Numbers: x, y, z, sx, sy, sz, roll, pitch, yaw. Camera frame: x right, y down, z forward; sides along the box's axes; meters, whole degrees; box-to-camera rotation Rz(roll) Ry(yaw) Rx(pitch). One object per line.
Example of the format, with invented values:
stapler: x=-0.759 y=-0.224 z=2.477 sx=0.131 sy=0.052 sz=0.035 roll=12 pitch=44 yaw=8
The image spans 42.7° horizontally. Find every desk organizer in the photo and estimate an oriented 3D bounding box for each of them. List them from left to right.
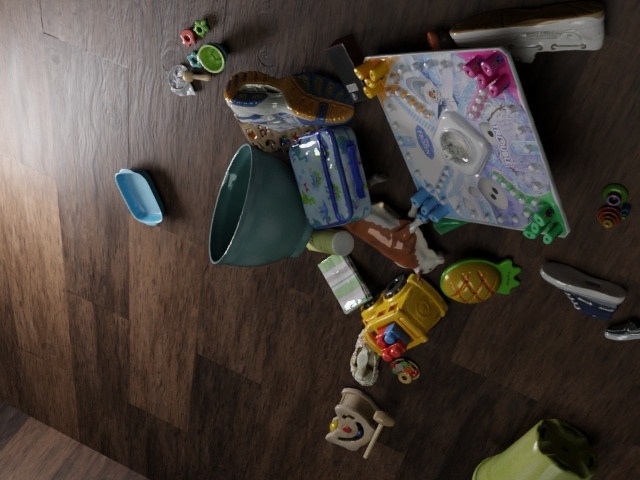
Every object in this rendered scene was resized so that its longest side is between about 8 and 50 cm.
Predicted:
desk organizer: x=0.067 y=-0.359 z=1.711 sx=0.047 sy=0.050 sz=0.130 roll=-11 pitch=121 yaw=37

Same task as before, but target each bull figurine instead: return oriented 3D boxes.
bull figurine: x=0.161 y=-0.036 z=1.905 sx=0.310 sy=0.101 sz=0.188 roll=28 pitch=133 yaw=5

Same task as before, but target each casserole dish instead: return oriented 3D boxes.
casserole dish: x=-0.493 y=-0.126 z=2.261 sx=0.114 sy=0.037 sz=0.188 roll=2 pitch=129 yaw=29

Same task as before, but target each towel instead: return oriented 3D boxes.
towel: x=0.059 y=0.106 z=2.107 sx=0.113 sy=0.023 sz=0.152 roll=-38 pitch=81 yaw=44

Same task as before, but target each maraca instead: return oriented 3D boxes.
maraca: x=0.371 y=0.090 z=1.898 sx=0.185 sy=0.099 sz=0.127 roll=-5 pitch=131 yaw=2

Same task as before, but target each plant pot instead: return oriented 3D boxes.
plant pot: x=-0.126 y=-0.064 z=1.952 sx=0.196 sy=0.293 sz=0.293 roll=15 pitch=141 yaw=-20
plant pot: x=0.577 y=0.609 z=2.134 sx=0.276 sy=0.276 sz=0.254 roll=29 pitch=125 yaw=5

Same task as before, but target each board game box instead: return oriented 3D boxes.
board game box: x=0.262 y=-0.180 z=1.581 sx=0.390 sy=0.050 sz=0.390 roll=14 pitch=136 yaw=54

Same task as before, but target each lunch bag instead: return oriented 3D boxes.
lunch bag: x=0.023 y=-0.141 z=1.819 sx=0.176 sy=0.090 sz=0.219 roll=-8 pitch=97 yaw=53

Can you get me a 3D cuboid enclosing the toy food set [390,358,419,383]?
toy food set: x=0.234 y=0.358 z=2.265 sx=0.082 sy=0.020 sz=0.083 roll=44 pitch=136 yaw=-10

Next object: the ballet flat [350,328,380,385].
ballet flat: x=0.119 y=0.341 z=2.278 sx=0.091 sy=0.077 sz=0.241 roll=17 pitch=135 yaw=16

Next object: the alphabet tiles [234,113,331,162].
alphabet tiles: x=-0.086 y=-0.271 z=1.912 sx=0.237 sy=0.009 sz=0.198 roll=-9 pitch=123 yaw=36

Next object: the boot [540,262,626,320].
boot: x=0.570 y=0.119 z=1.817 sx=0.190 sy=0.069 sz=0.086 roll=21 pitch=133 yaw=11

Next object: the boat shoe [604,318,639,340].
boat shoe: x=0.706 y=0.195 z=1.826 sx=0.142 sy=0.049 sz=0.040 roll=-6 pitch=105 yaw=33

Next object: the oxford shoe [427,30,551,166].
oxford shoe: x=0.328 y=-0.267 z=1.615 sx=0.133 sy=0.130 sz=0.364 roll=-30 pitch=105 yaw=10

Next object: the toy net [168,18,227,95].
toy net: x=-0.304 y=-0.407 z=1.895 sx=0.122 sy=0.045 sz=0.232 roll=46 pitch=136 yaw=-12

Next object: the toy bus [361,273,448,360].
toy bus: x=0.180 y=0.217 z=2.037 sx=0.149 sy=0.211 sz=0.220 roll=44 pitch=137 yaw=-13

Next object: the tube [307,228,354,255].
tube: x=0.000 y=0.000 z=2.021 sx=0.240 sy=0.062 sz=0.070 roll=11 pitch=99 yaw=62

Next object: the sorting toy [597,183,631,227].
sorting toy: x=0.596 y=-0.062 z=1.663 sx=0.061 sy=0.042 sz=0.102 roll=13 pitch=133 yaw=21

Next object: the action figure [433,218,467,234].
action figure: x=0.343 y=-0.087 z=1.776 sx=0.232 sy=0.063 sz=0.137 roll=-6 pitch=122 yaw=39

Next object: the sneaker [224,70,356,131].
sneaker: x=-0.060 y=-0.298 z=1.811 sx=0.296 sy=0.112 sz=0.131 roll=13 pitch=159 yaw=14

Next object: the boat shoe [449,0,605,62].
boat shoe: x=0.373 y=-0.366 z=1.488 sx=0.277 sy=0.098 sz=0.096 roll=2 pitch=128 yaw=28

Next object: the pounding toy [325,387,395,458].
pounding toy: x=0.091 y=0.549 z=2.420 sx=0.154 sy=0.155 sz=0.269 roll=34 pitch=137 yaw=-7
